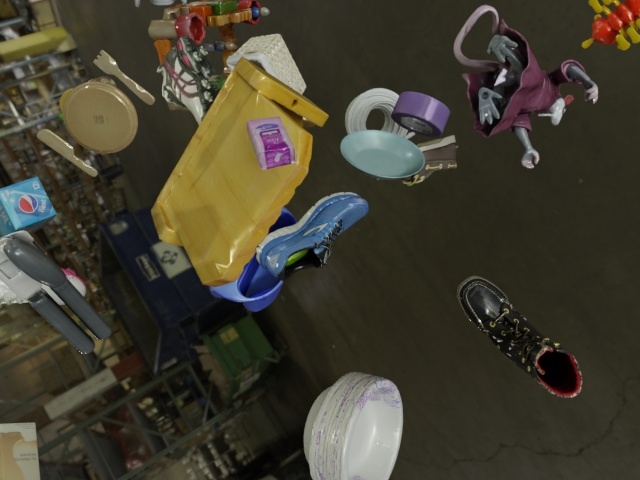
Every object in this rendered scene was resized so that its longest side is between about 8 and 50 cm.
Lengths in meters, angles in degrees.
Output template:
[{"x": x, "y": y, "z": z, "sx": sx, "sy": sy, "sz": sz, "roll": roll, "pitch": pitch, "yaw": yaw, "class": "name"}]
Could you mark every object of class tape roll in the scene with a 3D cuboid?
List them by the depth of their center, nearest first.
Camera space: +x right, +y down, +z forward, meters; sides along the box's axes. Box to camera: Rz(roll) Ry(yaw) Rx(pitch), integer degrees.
[{"x": 0.346, "y": -0.435, "z": 1.794, "sx": 0.188, "sy": 0.080, "sz": 0.189, "roll": 22, "pitch": 179, "yaw": 0, "class": "tape roll"}]

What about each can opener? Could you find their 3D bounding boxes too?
[{"x": -0.436, "y": 0.101, "z": 0.858, "sx": 0.095, "sy": 0.076, "sz": 0.284, "roll": 28, "pitch": 151, "yaw": 38, "class": "can opener"}]

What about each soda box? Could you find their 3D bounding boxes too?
[{"x": -0.529, "y": -0.049, "z": 0.911, "sx": 0.210, "sy": 0.067, "sz": 0.071, "roll": -10, "pitch": 106, "yaw": 53, "class": "soda box"}]

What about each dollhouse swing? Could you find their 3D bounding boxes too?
[{"x": -0.100, "y": -0.095, "z": 0.964, "sx": 0.305, "sy": 0.347, "sz": 0.315, "roll": 43, "pitch": -164, "yaw": 29, "class": "dollhouse swing"}]

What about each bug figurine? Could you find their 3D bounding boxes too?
[{"x": 0.506, "y": -0.257, "z": 0.701, "sx": 0.216, "sy": 0.072, "sz": 0.279, "roll": -34, "pitch": 84, "yaw": 49, "class": "bug figurine"}]

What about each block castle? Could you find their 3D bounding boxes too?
[{"x": -0.320, "y": -0.608, "z": 1.677, "sx": 0.212, "sy": 0.453, "sz": 0.303, "roll": 7, "pitch": 122, "yaw": 20, "class": "block castle"}]

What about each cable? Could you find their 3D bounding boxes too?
[{"x": 0.224, "y": -0.475, "z": 2.059, "sx": 0.257, "sy": 0.257, "sz": 0.089, "roll": 57, "pitch": -178, "yaw": -24, "class": "cable"}]

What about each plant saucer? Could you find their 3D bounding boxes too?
[{"x": 0.138, "y": -0.187, "z": 1.180, "sx": 0.195, "sy": 0.194, "sz": 0.038, "roll": 46, "pitch": 143, "yaw": 33, "class": "plant saucer"}]

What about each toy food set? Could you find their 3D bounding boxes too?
[{"x": -0.382, "y": -0.216, "z": 0.898, "sx": 0.132, "sy": 0.192, "sz": 0.038, "roll": 41, "pitch": -166, "yaw": -20, "class": "toy food set"}]

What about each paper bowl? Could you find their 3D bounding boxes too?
[{"x": 0.069, "y": 0.452, "z": 1.209, "sx": 0.148, "sy": 0.284, "sz": 0.285, "roll": 3, "pitch": 123, "yaw": 34, "class": "paper bowl"}]

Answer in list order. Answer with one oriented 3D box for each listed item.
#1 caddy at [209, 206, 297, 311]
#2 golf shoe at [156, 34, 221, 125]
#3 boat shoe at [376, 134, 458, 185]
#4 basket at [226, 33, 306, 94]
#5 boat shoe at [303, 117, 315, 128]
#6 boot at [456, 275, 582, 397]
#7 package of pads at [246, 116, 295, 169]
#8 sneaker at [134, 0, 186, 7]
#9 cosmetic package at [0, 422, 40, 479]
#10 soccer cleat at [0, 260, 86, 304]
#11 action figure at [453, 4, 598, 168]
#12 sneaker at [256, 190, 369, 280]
[{"x": -0.198, "y": 0.038, "z": 1.514, "sx": 0.241, "sy": 0.342, "sz": 0.179, "roll": 21, "pitch": 150, "yaw": 4, "class": "caddy"}, {"x": -0.281, "y": -0.322, "z": 1.155, "sx": 0.105, "sy": 0.120, "sz": 0.273, "roll": 27, "pitch": -144, "yaw": -59, "class": "golf shoe"}, {"x": 0.255, "y": -0.199, "z": 1.357, "sx": 0.116, "sy": 0.324, "sz": 0.097, "roll": -4, "pitch": 105, "yaw": 47, "class": "boat shoe"}, {"x": -0.123, "y": -0.393, "z": 1.236, "sx": 0.113, "sy": 0.103, "sz": 0.167, "roll": 8, "pitch": 145, "yaw": 35, "class": "basket"}, {"x": -0.141, "y": -0.450, "z": 1.766, "sx": 0.276, "sy": 0.096, "sz": 0.098, "roll": 13, "pitch": 170, "yaw": 14, "class": "boat shoe"}, {"x": 0.575, "y": 0.278, "z": 1.509, "sx": 0.377, "sy": 0.138, "sz": 0.284, "roll": 51, "pitch": 180, "yaw": -15, "class": "boot"}, {"x": -0.068, "y": -0.135, "z": 0.707, "sx": 0.032, "sy": 0.050, "sz": 0.083, "roll": 88, "pitch": 165, "yaw": -47, "class": "package of pads"}, {"x": -0.352, "y": -0.610, "z": 1.114, "sx": 0.366, "sy": 0.137, "sz": 0.210, "roll": -116, "pitch": 21, "yaw": -53, "class": "sneaker"}, {"x": -0.495, "y": 0.359, "z": 0.839, "sx": 0.060, "sy": 0.041, "sz": 0.115, "roll": 20, "pitch": -144, "yaw": -51, "class": "cosmetic package"}, {"x": -0.704, "y": 0.105, "z": 1.148, "sx": 0.143, "sy": 0.331, "sz": 0.116, "roll": -83, "pitch": 11, "yaw": -50, "class": "soccer cleat"}, {"x": 0.471, "y": -0.346, "z": 1.222, "sx": 0.248, "sy": 0.370, "sz": 0.276, "roll": -50, "pitch": 61, "yaw": 38, "class": "action figure"}, {"x": 0.000, "y": 0.000, "z": 1.365, "sx": 0.147, "sy": 0.330, "sz": 0.130, "roll": 48, "pitch": 170, "yaw": 38, "class": "sneaker"}]
